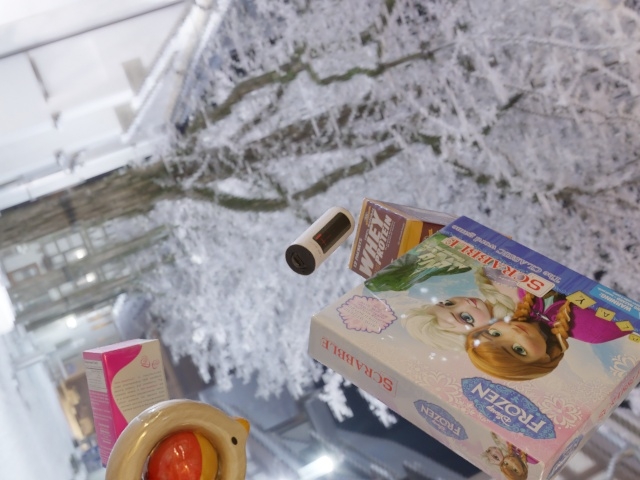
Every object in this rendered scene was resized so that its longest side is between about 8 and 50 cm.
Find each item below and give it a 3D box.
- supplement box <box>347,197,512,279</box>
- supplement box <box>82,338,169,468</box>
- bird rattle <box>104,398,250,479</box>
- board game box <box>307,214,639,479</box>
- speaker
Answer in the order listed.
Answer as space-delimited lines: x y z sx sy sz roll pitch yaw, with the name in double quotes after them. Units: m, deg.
0.179 0.021 1.509 0.191 0.194 0.129 -148 -111 -64 "supplement box"
-0.341 0.295 1.604 0.114 0.111 0.220 -6 -87 56 "supplement box"
-0.169 0.275 0.970 0.143 0.253 0.207 -8 -111 62 "bird rattle"
0.206 0.117 1.073 0.318 0.318 0.066 29 -47 31 "board game box"
0.000 0.000 1.375 0.055 0.136 0.055 15 -57 24 "speaker"
